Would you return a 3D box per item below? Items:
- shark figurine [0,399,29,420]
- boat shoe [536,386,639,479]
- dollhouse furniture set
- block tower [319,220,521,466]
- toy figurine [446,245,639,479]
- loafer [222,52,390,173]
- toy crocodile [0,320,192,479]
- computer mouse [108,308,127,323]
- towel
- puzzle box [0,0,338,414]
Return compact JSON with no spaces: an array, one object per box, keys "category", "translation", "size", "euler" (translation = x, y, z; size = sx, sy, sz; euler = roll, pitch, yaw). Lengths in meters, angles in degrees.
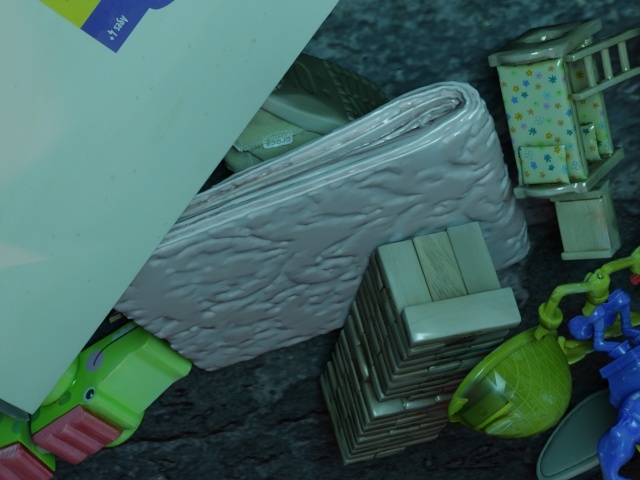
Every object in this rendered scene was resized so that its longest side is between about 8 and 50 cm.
[{"category":"shark figurine","translation":[-0.363,0.069,1.337],"size":[0.166,0.116,0.278],"euler":[-20,136,12]},{"category":"boat shoe","translation":[0.322,0.170,1.617],"size":[0.079,0.095,0.254],"euler":[36,113,-27]},{"category":"dollhouse furniture set","translation":[0.227,-0.067,1.216],"size":[0.161,0.101,0.182],"euler":[-5,107,31]},{"category":"block tower","translation":[0.074,0.093,1.397],"size":[0.091,0.097,0.335],"euler":[-12,160,-14]},{"category":"toy figurine","translation":[0.292,0.127,1.338],"size":[0.362,0.217,0.191],"euler":[-19,158,-51]},{"category":"loafer","translation":[-0.059,-0.101,1.219],"size":[0.268,0.102,0.092],"euler":[22,123,-33]},{"category":"toy crocodile","translation":[-0.265,0.175,1.479],"size":[0.340,0.105,0.115],"euler":[-28,136,17]},{"category":"computer mouse","translation":[-0.190,0.004,1.356],"size":[0.106,0.042,0.193],"euler":[-24,143,21]},{"category":"towel","translation":[0.000,0.000,1.301],"size":[0.317,0.053,0.332],"euler":[-20,160,7]},{"category":"puzzle box","translation":[-0.181,-0.113,1.063],"size":[0.272,0.052,0.409],"euler":[34,97,-28]}]
